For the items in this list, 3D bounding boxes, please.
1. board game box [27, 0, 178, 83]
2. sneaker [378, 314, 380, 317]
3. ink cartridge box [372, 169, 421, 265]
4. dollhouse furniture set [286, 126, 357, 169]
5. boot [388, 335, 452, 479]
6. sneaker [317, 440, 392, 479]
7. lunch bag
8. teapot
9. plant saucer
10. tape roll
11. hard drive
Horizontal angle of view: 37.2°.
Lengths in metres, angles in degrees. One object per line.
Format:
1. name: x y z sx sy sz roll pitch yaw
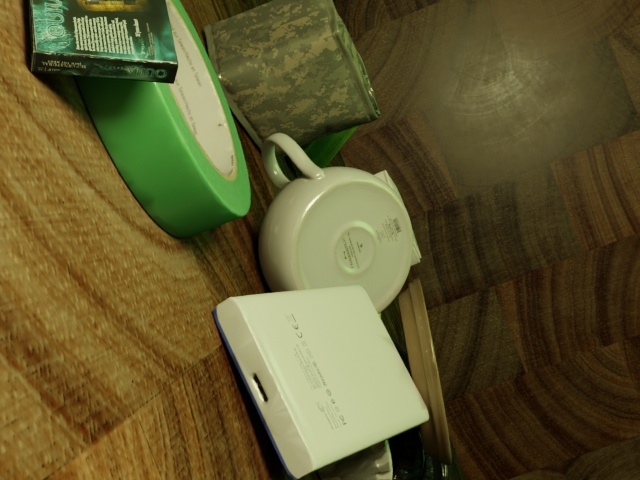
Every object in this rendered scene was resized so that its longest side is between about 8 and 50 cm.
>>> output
1. board game box: -0.205 -0.221 0.875 0.026 0.126 0.186 116 -32 -47
2. sneaker: 0.081 0.093 1.898 0.123 0.109 0.296 107 0 -54
3. ink cartridge box: 0.043 -0.003 1.603 0.092 0.217 0.159 61 11 -45
4. dollhouse furniture set: -0.090 -0.294 2.025 0.301 0.151 0.197 27 19 -53
5. boot: 0.098 0.272 1.596 0.260 0.131 0.348 39 20 -56
6. sneaker: 0.026 0.227 1.305 0.115 0.105 0.281 -15 83 -82
7. lunch bag: -0.041 -0.284 1.697 0.287 0.235 0.169 60 14 -51
8. teapot: 0.000 0.000 1.429 0.252 0.256 0.187 21 -3 -33
9. plant saucer: 0.152 0.194 1.410 0.278 0.041 0.278 -9 90 -87
10. tape roll: -0.176 -0.163 1.062 0.321 0.077 0.321 -21 90 -83
11. hard drive: 0.012 0.159 1.173 0.318 0.040 0.210 0 60 -61
